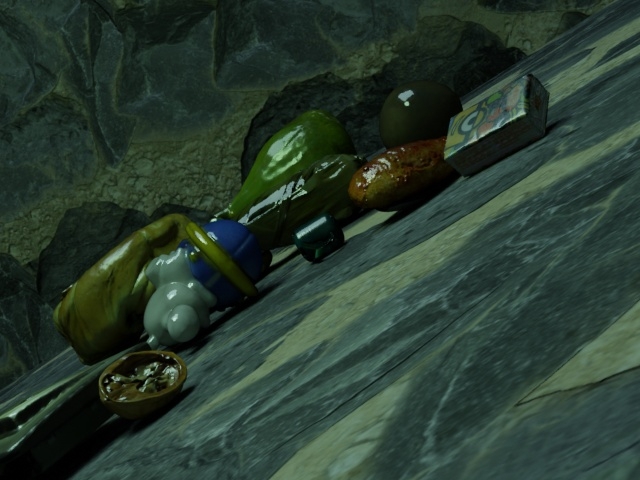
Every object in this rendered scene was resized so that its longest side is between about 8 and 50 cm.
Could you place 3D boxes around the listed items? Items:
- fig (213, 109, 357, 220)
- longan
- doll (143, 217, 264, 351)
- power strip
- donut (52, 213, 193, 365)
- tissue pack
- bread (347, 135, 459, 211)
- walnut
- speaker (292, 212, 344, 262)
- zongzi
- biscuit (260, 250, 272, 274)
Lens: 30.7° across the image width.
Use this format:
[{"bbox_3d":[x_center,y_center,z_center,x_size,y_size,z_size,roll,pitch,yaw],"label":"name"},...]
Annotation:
[{"bbox_3d":[-0.054,-0.123,2.464,0.314,0.233,0.233,-41,3,12],"label":"fig"},{"bbox_3d":[0.209,-0.258,2.471,0.189,0.189,0.189,-32,5,3],"label":"longan"},{"bbox_3d":[-0.200,0.066,1.823,0.243,0.159,0.311,-31,8,-2],"label":"doll"},{"bbox_3d":[-0.348,0.238,1.427,0.251,0.092,0.257,-32,4,39],"label":"power strip"},{"bbox_3d":[-0.365,0.098,2.312,0.360,0.170,0.360,-41,-2,-2],"label":"donut"},{"bbox_3d":[0.257,-0.166,1.693,0.148,0.060,0.108,-29,31,33],"label":"tissue pack"},{"bbox_3d":[0.153,-0.116,1.799,0.269,0.095,0.139,-30,11,-27],"label":"bread"},{"bbox_3d":[-0.207,0.177,1.363,0.091,0.052,0.121,18,31,28],"label":"walnut"},{"bbox_3d":[0.003,0.004,1.838,0.075,0.060,0.094,-32,40,4],"label":"speaker"},{"bbox_3d":[-0.046,-0.058,2.106,0.251,0.125,0.274,-31,-5,41],"label":"zongzi"},{"bbox_3d":[-0.195,0.097,2.177,0.262,0.037,0.262,-31,5,3],"label":"biscuit"}]
